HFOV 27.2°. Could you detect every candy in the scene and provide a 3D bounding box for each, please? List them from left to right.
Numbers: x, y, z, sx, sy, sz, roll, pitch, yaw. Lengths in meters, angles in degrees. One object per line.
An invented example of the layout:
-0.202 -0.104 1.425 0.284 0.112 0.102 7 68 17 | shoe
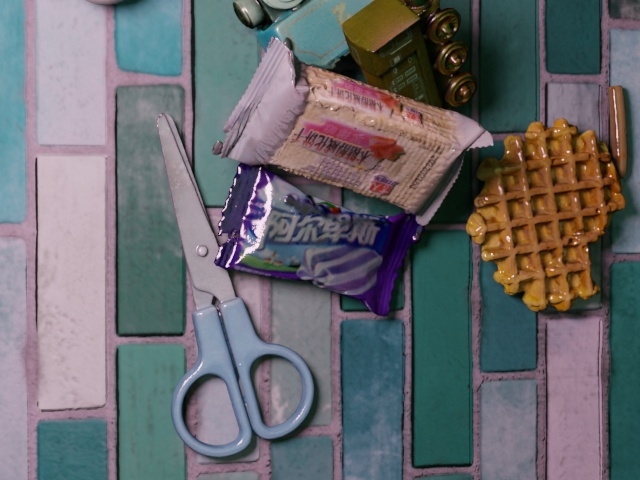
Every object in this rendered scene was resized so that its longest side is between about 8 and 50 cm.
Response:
0.000 0.000 1.719 0.275 0.070 0.145 18 83 -20 | candy

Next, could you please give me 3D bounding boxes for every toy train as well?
-0.003 -0.312 1.698 0.203 0.112 0.163 -37 107 -12 | toy train
0.116 -0.225 1.691 0.137 0.090 0.225 -37 141 -10 | toy train

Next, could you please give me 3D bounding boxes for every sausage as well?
0.421 -0.153 1.867 0.024 0.024 0.132 -4 91 -16 | sausage

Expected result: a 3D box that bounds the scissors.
-0.142 0.053 1.700 0.192 0.029 0.447 -17 96 -16 | scissors

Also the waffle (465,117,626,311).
0.324 -0.038 1.825 0.253 0.056 0.249 -44 102 -13 | waffle

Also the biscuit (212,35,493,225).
0.039 -0.127 1.651 0.309 0.186 0.079 17 41 -22 | biscuit

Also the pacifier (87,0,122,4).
-0.282 -0.412 1.578 0.343 0.288 0.269 -30 134 -33 | pacifier
